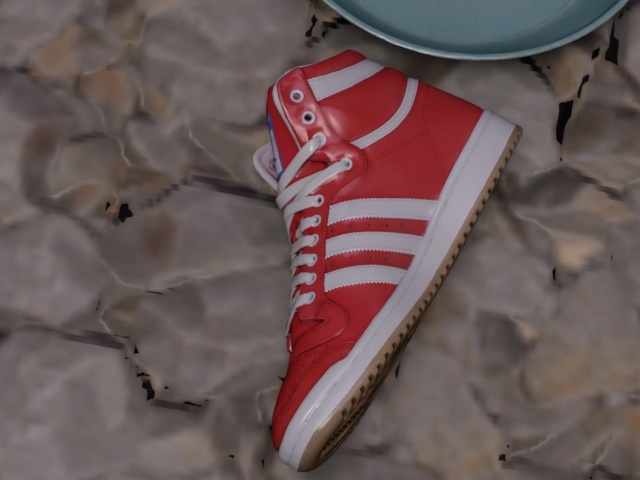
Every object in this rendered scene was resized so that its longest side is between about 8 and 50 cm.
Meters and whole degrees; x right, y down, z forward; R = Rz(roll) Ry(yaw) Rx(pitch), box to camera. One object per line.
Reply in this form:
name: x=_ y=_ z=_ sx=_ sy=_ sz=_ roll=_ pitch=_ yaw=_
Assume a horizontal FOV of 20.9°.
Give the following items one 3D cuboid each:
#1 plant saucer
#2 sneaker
plant saucer: x=0.041 y=-0.101 z=0.515 sx=0.119 sy=0.021 sz=0.119 roll=2 pitch=66 yaw=-5
sneaker: x=0.000 y=0.000 z=0.454 sx=0.067 sy=0.042 sz=0.118 roll=30 pitch=59 yaw=3
